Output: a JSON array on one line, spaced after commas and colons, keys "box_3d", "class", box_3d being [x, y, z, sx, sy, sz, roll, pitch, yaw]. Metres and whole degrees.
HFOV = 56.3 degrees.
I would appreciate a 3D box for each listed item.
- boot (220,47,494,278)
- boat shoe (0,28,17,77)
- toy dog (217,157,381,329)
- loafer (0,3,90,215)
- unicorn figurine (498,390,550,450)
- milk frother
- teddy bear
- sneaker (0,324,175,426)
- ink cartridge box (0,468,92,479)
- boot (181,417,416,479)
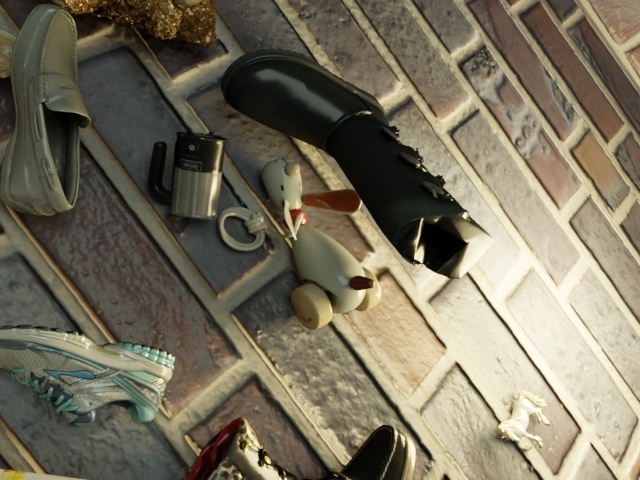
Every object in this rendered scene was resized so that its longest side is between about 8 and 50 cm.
[{"box_3d": [0.051, -0.136, 1.029, 0.367, 0.146, 0.445, 7, 41, -33], "class": "boot"}, {"box_3d": [-0.476, -0.275, 0.915, 0.170, 0.063, 0.059, 23, 71, -56], "class": "boat shoe"}, {"box_3d": [0.000, 0.000, 1.064, 0.333, 0.161, 0.220, 48, 55, -7], "class": "toy dog"}, {"box_3d": [-0.395, -0.195, 0.895, 0.112, 0.112, 0.319, 2, 87, 13], "class": "loafer"}, {"box_3d": [0.418, 0.383, 1.239, 0.111, 0.060, 0.161, 39, 41, -12], "class": "unicorn figurine"}, {"box_3d": [-0.209, -0.118, 1.031, 0.143, 0.129, 0.134, -16, 118, -61], "class": "milk frother"}, {"box_3d": [-0.324, -0.426, 1.016, 0.338, 0.113, 0.245, 9, 26, -27], "class": "teddy bear"}, {"box_3d": [-0.346, 0.191, 0.825, 0.283, 0.110, 0.122, 16, 68, -25], "class": "sneaker"}, {"box_3d": [-0.402, 0.355, 0.635, 0.270, 0.198, 0.197, 23, 52, -32], "class": "ink cartridge box"}, {"box_3d": [-0.036, 0.381, 0.925, 0.284, 0.138, 0.377, 46, 61, -8], "class": "boot"}]
